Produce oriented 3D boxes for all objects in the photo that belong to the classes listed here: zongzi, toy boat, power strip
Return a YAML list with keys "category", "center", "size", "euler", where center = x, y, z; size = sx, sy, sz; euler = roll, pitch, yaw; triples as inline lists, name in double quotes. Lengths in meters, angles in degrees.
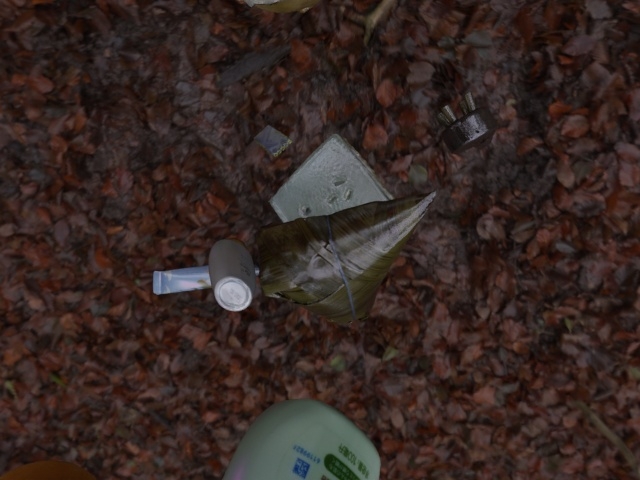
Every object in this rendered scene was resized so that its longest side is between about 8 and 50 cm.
- category: "zongzi"
  center: [0.085, 0.030, 0.847]
  size: [0.299, 0.139, 0.286]
  euler: [-24, 149, 22]
- category: "toy boat"
  center: [-0.126, -0.262, 1.367]
  size: [0.063, 0.115, 0.016]
  euler: [-44, 136, -4]
- category: "power strip"
  center: [0.025, -0.075, 1.025]
  size: [0.213, 0.064, 0.198]
  euler: [-41, 72, 20]

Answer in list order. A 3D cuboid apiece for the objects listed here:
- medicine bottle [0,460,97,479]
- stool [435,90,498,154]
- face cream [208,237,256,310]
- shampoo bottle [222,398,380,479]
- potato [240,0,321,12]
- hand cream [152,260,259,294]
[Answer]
- category: "medicine bottle"
  center: [-0.194, 0.246, 0.332]
  size: [0.111, 0.222, 0.150]
  euler: [11, 95, -20]
- category: "stool"
  center: [0.359, -0.278, 1.266]
  size: [0.125, 0.217, 0.121]
  euler: [-33, 83, 31]
- category: "face cream"
  center: [-0.117, 0.041, 0.697]
  size: [0.072, 0.182, 0.051]
  euler: [43, 94, -18]
- category: "shampoo bottle"
  center: [-0.053, 0.380, 0.625]
  size: [0.151, 0.350, 0.222]
  euler: [-17, 120, 39]
- category: "potato"
  center: [0.063, -0.465, 0.722]
  size: [0.289, 0.296, 0.398]
  euler: [30, 105, 21]
- category: "hand cream"
  center: [-0.263, 0.083, 1.234]
  size: [0.255, 0.055, 0.088]
  euler: [-5, 144, -21]
